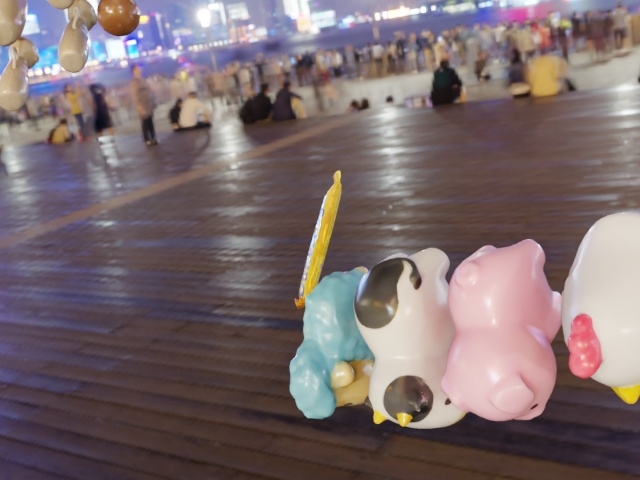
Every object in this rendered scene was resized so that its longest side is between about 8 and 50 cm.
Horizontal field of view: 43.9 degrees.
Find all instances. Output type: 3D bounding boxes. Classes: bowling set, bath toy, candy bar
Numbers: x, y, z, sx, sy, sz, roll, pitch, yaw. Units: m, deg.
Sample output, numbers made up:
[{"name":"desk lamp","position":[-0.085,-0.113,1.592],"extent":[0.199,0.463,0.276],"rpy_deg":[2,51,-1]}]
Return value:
[{"name":"bowling set","position":[-0.332,-0.307,1.027],"extent":[0.199,0.287,0.154],"rpy_deg":[3,48,-11]},{"name":"bath toy","position":[0.119,0.079,0.612],"extent":[0.348,0.151,0.129],"rpy_deg":[-16,16,49]},{"name":"candy bar","position":[0.000,0.000,0.893],"extent":[0.018,0.162,0.040],"rpy_deg":[17,-11,-8]}]
